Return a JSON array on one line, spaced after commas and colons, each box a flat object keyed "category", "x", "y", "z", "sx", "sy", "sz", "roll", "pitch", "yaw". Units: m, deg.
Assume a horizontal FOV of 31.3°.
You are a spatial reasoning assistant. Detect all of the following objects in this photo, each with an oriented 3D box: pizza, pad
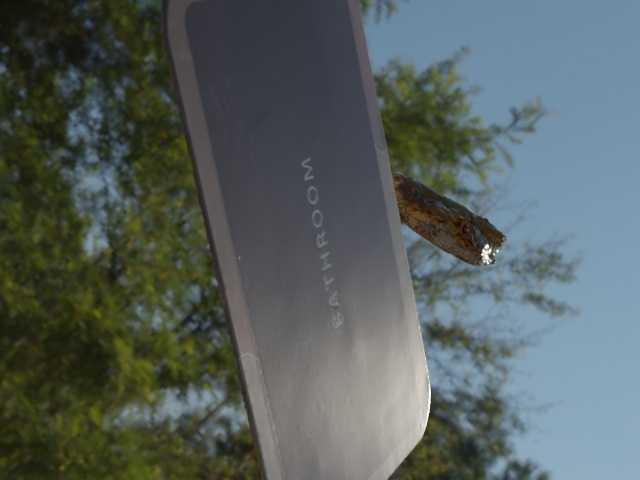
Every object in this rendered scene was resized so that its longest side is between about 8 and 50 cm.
[{"category": "pizza", "x": 0.155, "y": -0.027, "z": 1.477, "sx": 0.182, "sy": 0.062, "sz": 0.161, "roll": 35, "pitch": 19, "yaw": 7}, {"category": "pad", "x": 0.000, "y": 0.000, "z": 0.532, "sx": 0.002, "sy": 0.176, "sz": 0.266, "roll": -4, "pitch": -75, "yaw": 29}]
